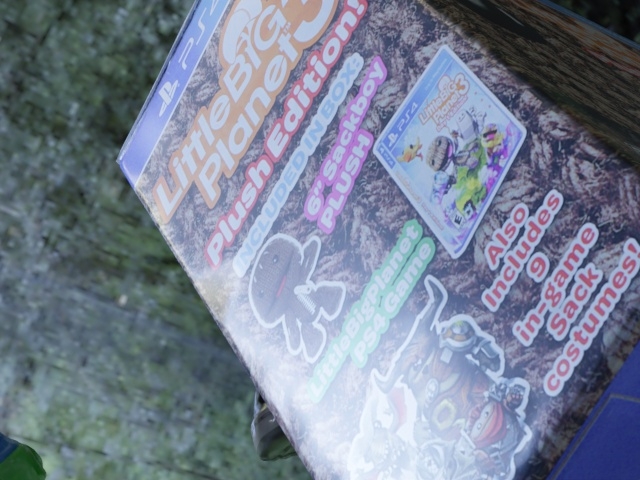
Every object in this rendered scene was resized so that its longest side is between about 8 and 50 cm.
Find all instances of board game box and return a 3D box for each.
[{"bbox_3d":[0.091,0.009,0.527,0.141,0.232,0.291,-61,36,18],"label":"board game box"}]

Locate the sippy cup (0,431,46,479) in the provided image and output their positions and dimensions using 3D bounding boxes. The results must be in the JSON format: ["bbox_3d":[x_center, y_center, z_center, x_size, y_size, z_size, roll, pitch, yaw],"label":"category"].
[{"bbox_3d":[-0.368,0.163,1.076,0.240,0.224,0.305,-38,4,-30],"label":"sippy cup"}]

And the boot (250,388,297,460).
[{"bbox_3d":[0.000,0.000,1.041,0.138,0.377,0.284,-19,85,15],"label":"boot"}]
